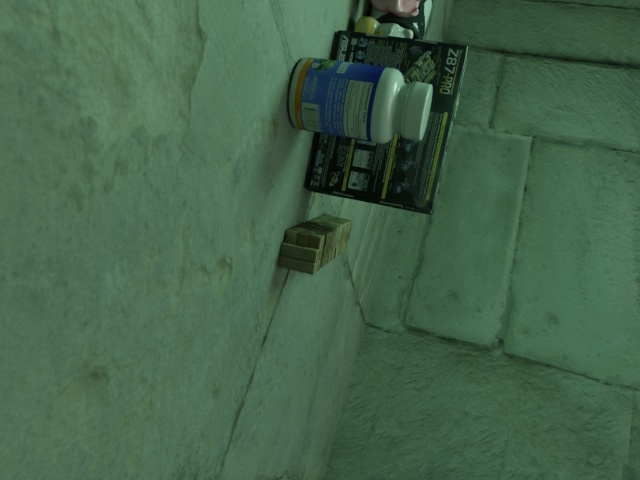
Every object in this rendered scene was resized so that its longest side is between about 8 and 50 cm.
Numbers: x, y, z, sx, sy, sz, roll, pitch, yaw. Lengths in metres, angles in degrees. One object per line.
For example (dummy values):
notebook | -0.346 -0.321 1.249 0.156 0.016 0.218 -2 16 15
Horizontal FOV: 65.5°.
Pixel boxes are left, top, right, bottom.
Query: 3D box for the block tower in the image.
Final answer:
block tower | 0.000 0.000 1.297 0.335 0.097 0.091 -34 135 -70

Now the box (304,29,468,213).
box | 0.157 -0.285 1.206 0.097 0.318 0.395 2 100 -74

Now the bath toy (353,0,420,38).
bath toy | 0.180 -0.610 1.297 0.129 0.151 0.348 52 -54 58

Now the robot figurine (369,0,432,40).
robot figurine | 0.235 -0.660 1.454 0.173 0.209 0.278 28 73 -42

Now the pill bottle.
pill bottle | 0.085 -0.284 1.026 0.152 0.272 0.152 12 90 -75
